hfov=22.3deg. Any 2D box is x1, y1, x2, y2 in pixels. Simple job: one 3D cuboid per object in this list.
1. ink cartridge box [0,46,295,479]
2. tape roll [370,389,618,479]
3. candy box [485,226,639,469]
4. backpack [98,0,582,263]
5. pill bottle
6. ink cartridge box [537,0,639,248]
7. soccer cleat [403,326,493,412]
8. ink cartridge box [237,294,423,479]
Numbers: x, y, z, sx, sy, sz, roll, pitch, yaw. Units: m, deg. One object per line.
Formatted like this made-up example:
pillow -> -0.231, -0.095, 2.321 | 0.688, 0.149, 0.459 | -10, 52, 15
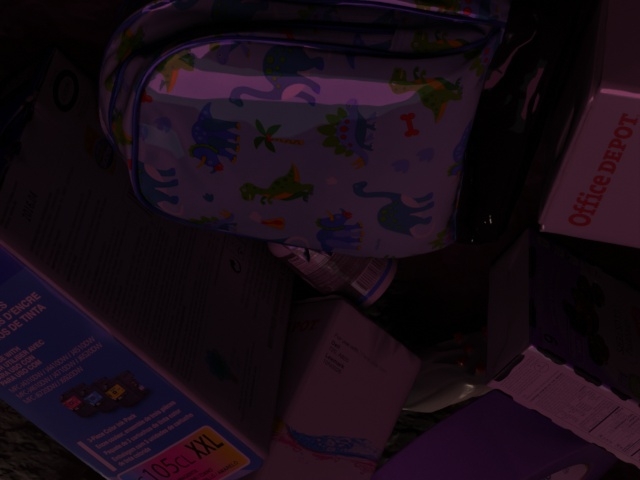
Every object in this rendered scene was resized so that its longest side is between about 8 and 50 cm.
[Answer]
ink cartridge box -> -0.213, 0.018, 1.433 | 0.151, 0.270, 0.395 | -31, 120, 27
tape roll -> 0.160, 0.235, 1.573 | 0.275, 0.090, 0.275 | -29, 159, -12
candy box -> 0.251, 0.102, 1.498 | 0.196, 0.165, 0.070 | 29, 127, -17
backpack -> 0.000, -0.125, 1.313 | 0.356, 0.273, 0.290 | 21, 139, 8
pill bottle -> 0.000, 0.000, 1.510 | 0.137, 0.078, 0.078 | 40, 125, -23
ink cartridge box -> 0.350, -0.084, 1.308 | 0.308, 0.129, 0.223 | 10, 151, 0
soccer cleat -> 0.135, 0.133, 1.618 | 0.196, 0.068, 0.076 | -7, 135, 24
ink cartridge box -> -0.049, 0.203, 1.529 | 0.117, 0.278, 0.201 | 37, 155, -24
